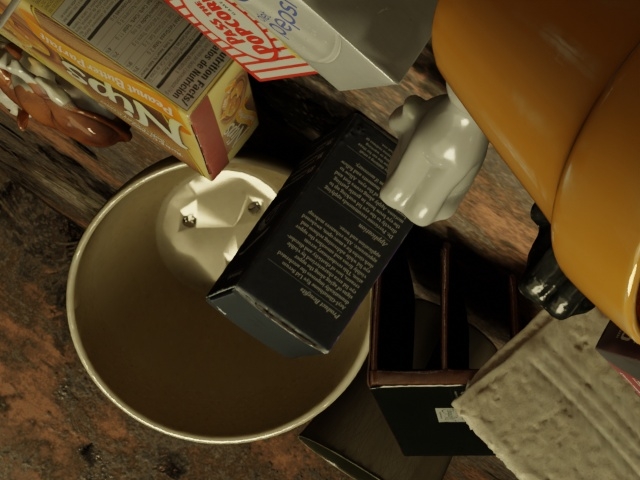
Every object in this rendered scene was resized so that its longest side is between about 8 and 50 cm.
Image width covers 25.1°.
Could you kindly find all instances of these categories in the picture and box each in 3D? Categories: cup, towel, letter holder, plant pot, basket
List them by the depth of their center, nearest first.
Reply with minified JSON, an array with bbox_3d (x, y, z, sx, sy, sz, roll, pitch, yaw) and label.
[{"bbox_3d":[0.162,-0.082,0.724,0.188,0.205,0.205,44,175,32],"label":"plant pot"},{"bbox_3d":[0.271,0.186,1.317,0.282,0.187,0.049,49,-173,24],"label":"towel"},{"bbox_3d":[0.148,0.098,1.572,0.152,0.214,0.302,-2,158,10],"label":"letter holder"},{"bbox_3d":[-0.109,0.026,1.622,0.331,0.331,0.237,37,-165,-16],"label":"cup"},{"bbox_3d":[0.110,0.202,1.810,0.204,0.227,0.154,23,163,39],"label":"basket"}]

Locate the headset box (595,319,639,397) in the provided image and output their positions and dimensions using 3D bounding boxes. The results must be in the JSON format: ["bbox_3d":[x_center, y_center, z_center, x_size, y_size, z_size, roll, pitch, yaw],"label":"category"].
[{"bbox_3d":[0.372,0.122,1.108,0.218,0.110,0.293,42,165,-31],"label":"headset box"}]

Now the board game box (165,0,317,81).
[{"bbox_3d":[-0.053,-0.193,1.147,0.147,0.045,0.193,39,167,-21],"label":"board game box"}]

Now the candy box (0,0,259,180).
[{"bbox_3d":[-0.214,-0.201,1.398,0.316,0.087,0.183,34,168,12],"label":"candy box"}]

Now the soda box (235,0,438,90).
[{"bbox_3d":[-0.045,-0.219,0.912,0.286,0.098,0.091,38,167,-22],"label":"soda box"}]

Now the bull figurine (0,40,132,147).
[{"bbox_3d":[-0.337,-0.198,1.723,0.310,0.101,0.188,21,161,46],"label":"bull figurine"}]

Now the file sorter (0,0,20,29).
[{"bbox_3d":[-0.305,-0.284,1.113,0.173,0.193,0.278,32,168,-3],"label":"file sorter"}]

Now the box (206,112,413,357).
[{"bbox_3d":[0.000,0.000,1.367,0.108,0.207,0.153,36,168,-9],"label":"box"}]

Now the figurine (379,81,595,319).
[{"bbox_3d":[0.155,-0.061,1.032,0.215,0.092,0.209,34,153,2],"label":"figurine"}]
